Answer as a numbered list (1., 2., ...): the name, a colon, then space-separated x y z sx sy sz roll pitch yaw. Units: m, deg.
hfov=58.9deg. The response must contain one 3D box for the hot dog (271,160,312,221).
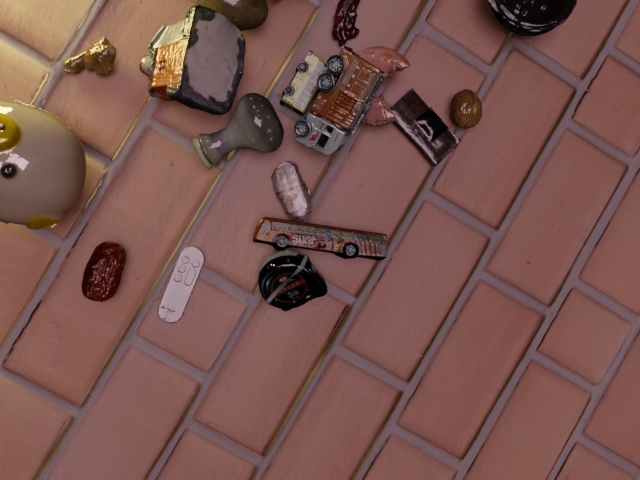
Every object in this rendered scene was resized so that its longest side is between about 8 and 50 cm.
1. hot dog: -0.085 -0.149 1.735 0.099 0.053 0.192 -23 88 6

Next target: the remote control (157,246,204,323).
1. remote control: -0.423 0.135 1.724 0.077 0.022 0.245 22 89 -5

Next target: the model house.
1. model house: -0.394 -0.501 1.635 0.300 0.190 0.272 6 84 38

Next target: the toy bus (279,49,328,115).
1. toy bus: -0.046 -0.474 1.715 0.101 0.088 0.175 30 91 -8

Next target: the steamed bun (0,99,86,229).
1. steamed bun: -0.828 -0.209 1.528 0.373 0.334 0.334 16 90 -1

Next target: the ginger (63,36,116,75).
1. ginger: -0.666 -0.518 1.659 0.165 0.067 0.096 -26 94 8

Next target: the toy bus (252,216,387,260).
1. toy bus: 0.000 0.000 1.733 0.408 0.093 0.092 8 83 -7

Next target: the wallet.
1. wallet: 0.323 -0.355 1.781 0.124 0.042 0.230 -44 92 -2

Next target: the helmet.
1. helmet: 0.631 -0.740 1.745 0.278 0.160 0.231 20 92 7

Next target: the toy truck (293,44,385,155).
1. toy truck: 0.057 -0.395 1.657 0.162 0.136 0.305 32 109 5

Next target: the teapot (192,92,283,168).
1. teapot: -0.241 -0.312 1.666 0.250 0.183 0.184 -26 94 8

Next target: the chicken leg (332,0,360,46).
1. chicken leg: 0.091 -0.703 1.742 0.089 0.048 0.219 16 90 -10

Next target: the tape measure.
1. tape measure: -0.095 0.117 1.700 0.182 0.107 0.181 -24 119 8

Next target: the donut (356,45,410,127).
1. donut: 0.159 -0.467 1.717 0.199 0.085 0.233 20 107 15

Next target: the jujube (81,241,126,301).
1. jujube: -0.633 0.089 1.654 0.109 0.112 0.176 18 87 -39

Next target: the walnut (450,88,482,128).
1. walnut: 0.453 -0.411 1.767 0.105 0.105 0.125 1 77 -6

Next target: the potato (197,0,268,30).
1. potato: -0.261 -0.704 1.644 0.235 0.178 0.160 40 108 2
